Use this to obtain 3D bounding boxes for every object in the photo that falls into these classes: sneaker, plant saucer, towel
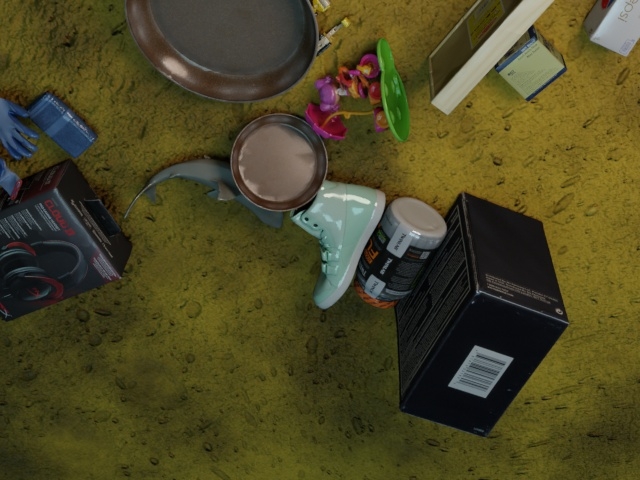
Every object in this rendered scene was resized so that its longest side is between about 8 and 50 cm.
[{"bbox_3d":[0.000,-0.001,1.843,0.151,0.094,0.255,17,115,-15],"label":"sneaker"},{"bbox_3d":[-0.151,-0.349,1.599,0.311,0.050,0.310,8,139,8],"label":"plant saucer"},{"bbox_3d":[-0.072,-0.134,1.751,0.169,0.029,0.168,0,91,-12],"label":"plant saucer"},{"bbox_3d":[-0.449,-0.203,1.768,0.067,0.029,0.119,-33,116,24],"label":"towel"}]

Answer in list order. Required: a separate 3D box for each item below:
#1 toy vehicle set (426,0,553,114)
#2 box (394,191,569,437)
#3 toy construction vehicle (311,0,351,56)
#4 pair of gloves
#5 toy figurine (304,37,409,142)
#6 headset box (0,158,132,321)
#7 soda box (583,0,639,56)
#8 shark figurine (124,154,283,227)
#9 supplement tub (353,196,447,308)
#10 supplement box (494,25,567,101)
[{"bbox_3d":[0.262,-0.331,1.550,0.035,0.166,0.267,32,122,-18],"label":"toy vehicle set"},{"bbox_3d":[0.272,0.128,1.796,0.183,0.294,0.296,19,124,-13],"label":"box"},{"bbox_3d":[-0.012,-0.348,1.640,0.098,0.035,0.086,-38,104,23],"label":"toy construction vehicle"},{"bbox_3d":[-0.558,-0.167,1.760,0.159,0.023,0.198,42,126,17],"label":"pair of gloves"},{"bbox_3d":[0.048,-0.233,1.679,0.159,0.130,0.173,-9,103,21],"label":"toy figurine"},{"bbox_3d":[-0.506,-0.002,1.864,0.293,0.110,0.218,-20,121,16],"label":"headset box"},{"bbox_3d":[0.491,-0.394,1.547,0.069,0.074,0.216,22,123,-12],"label":"soda box"},{"bbox_3d":[-0.197,-0.093,1.782,0.278,0.116,0.166,7,124,-4],"label":"shark figurine"},{"bbox_3d":[0.138,0.026,1.840,0.117,0.117,0.190,21,123,-11],"label":"supplement tub"},{"bbox_3d":[0.337,-0.288,1.642,0.083,0.056,0.083,38,119,-22],"label":"supplement box"}]
